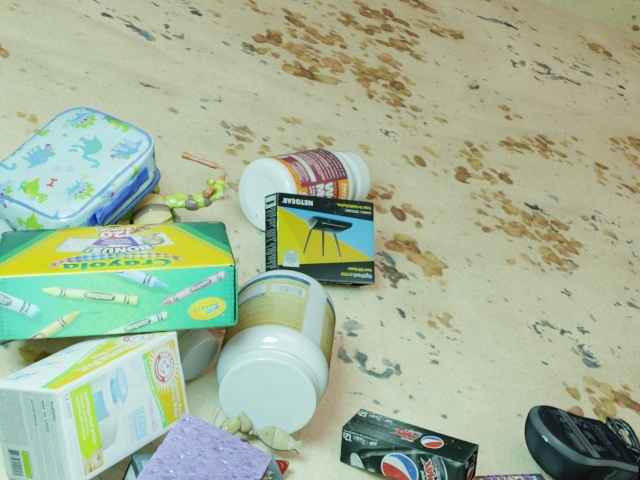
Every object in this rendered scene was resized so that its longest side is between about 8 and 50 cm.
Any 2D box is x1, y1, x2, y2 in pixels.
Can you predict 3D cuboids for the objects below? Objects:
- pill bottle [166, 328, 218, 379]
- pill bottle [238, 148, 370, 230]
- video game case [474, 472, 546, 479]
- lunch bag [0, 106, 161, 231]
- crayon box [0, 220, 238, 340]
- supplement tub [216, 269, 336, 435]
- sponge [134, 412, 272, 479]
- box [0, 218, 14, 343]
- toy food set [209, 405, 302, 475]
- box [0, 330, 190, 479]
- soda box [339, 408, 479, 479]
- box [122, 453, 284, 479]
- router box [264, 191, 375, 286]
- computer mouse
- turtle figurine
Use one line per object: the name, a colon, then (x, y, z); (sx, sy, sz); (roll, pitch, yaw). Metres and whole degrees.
pill bottle: (-0.214, 0.102, 1.535); (0.169, 0.094, 0.094); (39, 32, 22)
pill bottle: (-0.022, -0.088, 1.959); (0.121, 0.121, 0.221); (42, 33, 26)
video game case: (0.249, 0.391, 1.480); (0.210, 0.042, 0.232); (3, 36, -32)
lunch bag: (-0.341, -0.083, 1.651); (0.176, 0.090, 0.219); (21, 50, 23)
crayon box: (-0.245, 0.044, 1.418); (0.278, 0.081, 0.165); (-3, 19, -9)
supplement tub: (-0.057, 0.145, 1.536); (0.144, 0.144, 0.199); (22, 30, -7)
sponge: (-0.137, 0.272, 1.267); (0.117, 0.031, 0.210); (26, 29, 5)
box: (-0.418, 0.051, 1.518); (0.186, 0.038, 0.145); (40, 32, 26)
toy food set: (-0.087, 0.254, 1.446); (0.122, 0.019, 0.078); (30, 56, -14)
box: (-0.253, 0.181, 1.326); (0.103, 0.114, 0.203); (1, 15, 32)
soda box: (0.112, 0.270, 1.503); (0.169, 0.053, 0.060); (13, 23, 24)
box: (-0.101, 0.333, 1.289); (0.183, 0.059, 0.232); (6, 34, -31)
router box: (0.000, 0.000, 1.835); (0.179, 0.046, 0.133); (4, 80, -32)
computer mouse: (0.384, 0.314, 1.692); (0.272, 0.072, 0.188); (21, 25, -34)
turtle figurine: (-0.255, -0.023, 1.714); (0.269, 0.087, 0.217); (-8, 42, -11)
